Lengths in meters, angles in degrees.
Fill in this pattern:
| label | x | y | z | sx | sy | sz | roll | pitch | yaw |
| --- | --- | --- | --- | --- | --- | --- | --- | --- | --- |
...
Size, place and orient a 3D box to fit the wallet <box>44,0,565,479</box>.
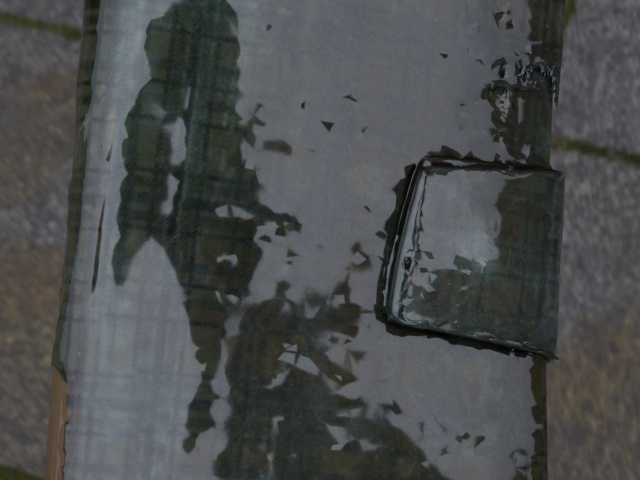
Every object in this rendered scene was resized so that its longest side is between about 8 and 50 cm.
| label | x | y | z | sx | sy | sz | roll | pitch | yaw |
| --- | --- | --- | --- | --- | --- | --- | --- | --- | --- |
| wallet | 0.000 | 0.000 | 0.568 | 0.169 | 0.044 | 0.316 | 6 | 84 | -22 |
